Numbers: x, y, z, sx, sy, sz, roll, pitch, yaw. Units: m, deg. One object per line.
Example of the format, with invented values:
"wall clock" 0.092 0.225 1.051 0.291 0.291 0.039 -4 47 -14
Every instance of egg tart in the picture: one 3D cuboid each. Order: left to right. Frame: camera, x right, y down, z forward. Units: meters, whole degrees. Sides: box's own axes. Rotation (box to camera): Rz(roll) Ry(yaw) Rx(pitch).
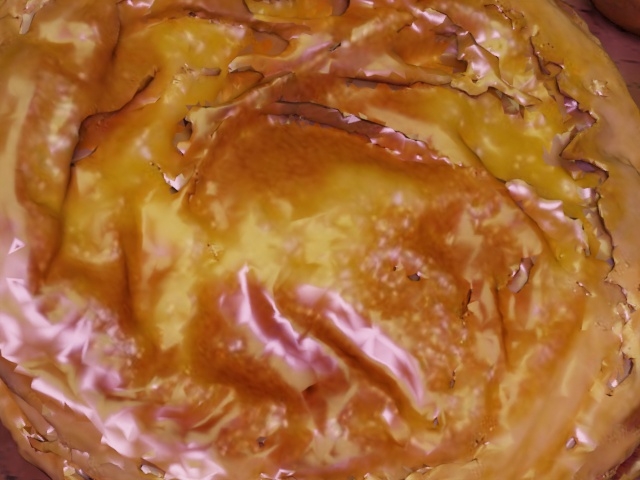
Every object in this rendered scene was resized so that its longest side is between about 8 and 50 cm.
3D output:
"egg tart" 0.000 0.000 0.629 0.297 0.132 0.297 7 63 -13

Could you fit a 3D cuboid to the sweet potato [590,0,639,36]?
"sweet potato" 0.275 -0.063 0.726 0.354 0.095 0.106 24 7 26
